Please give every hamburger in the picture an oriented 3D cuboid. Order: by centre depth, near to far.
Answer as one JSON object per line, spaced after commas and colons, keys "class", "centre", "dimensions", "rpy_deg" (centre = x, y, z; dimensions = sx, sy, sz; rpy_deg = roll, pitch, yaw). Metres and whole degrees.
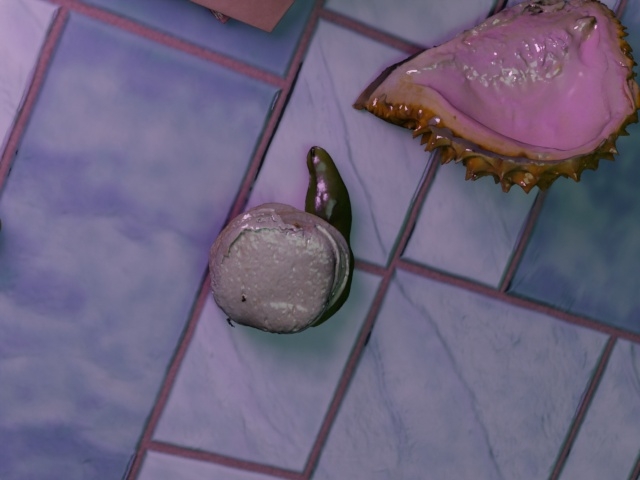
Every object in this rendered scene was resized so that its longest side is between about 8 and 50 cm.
{"class": "hamburger", "centre": [-0.042, 0.030, 1.663], "dimensions": [0.140, 0.062, 0.133], "rpy_deg": [29, 110, -18]}

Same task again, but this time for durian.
{"class": "durian", "centre": [0.212, -0.120, 1.707], "dimensions": [0.305, 0.195, 0.186], "rpy_deg": [-16, 122, -28]}

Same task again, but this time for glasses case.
{"class": "glasses case", "centre": [-0.109, -0.253, 1.546], "dimensions": [0.193, 0.070, 0.102], "rpy_deg": [17, 126, -36]}

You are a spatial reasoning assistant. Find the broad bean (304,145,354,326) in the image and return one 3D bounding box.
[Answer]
{"class": "broad bean", "centre": [0.007, 0.003, 1.713], "dimensions": [0.061, 0.046, 0.195], "rpy_deg": [1, 110, -19]}
